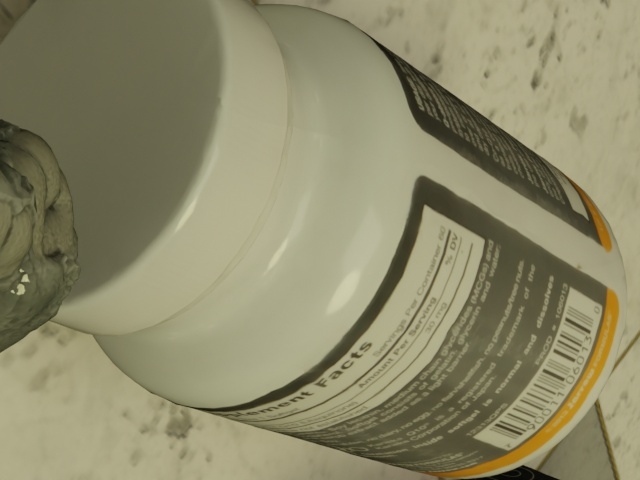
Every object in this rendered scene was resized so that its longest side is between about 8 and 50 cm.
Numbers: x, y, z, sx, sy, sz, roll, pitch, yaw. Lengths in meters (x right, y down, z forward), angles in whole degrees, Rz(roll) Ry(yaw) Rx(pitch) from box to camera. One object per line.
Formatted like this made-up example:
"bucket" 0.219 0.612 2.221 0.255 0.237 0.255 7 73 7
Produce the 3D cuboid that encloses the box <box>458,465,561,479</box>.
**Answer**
"box" 0.091 0.234 0.750 0.247 0.163 0.142 -10 109 -46

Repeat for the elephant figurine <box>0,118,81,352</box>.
"elephant figurine" -0.171 -0.069 0.375 0.186 0.239 0.169 -27 163 5

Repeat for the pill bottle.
"pill bottle" 0.000 0.000 0.571 0.278 0.162 0.162 26 83 -49
